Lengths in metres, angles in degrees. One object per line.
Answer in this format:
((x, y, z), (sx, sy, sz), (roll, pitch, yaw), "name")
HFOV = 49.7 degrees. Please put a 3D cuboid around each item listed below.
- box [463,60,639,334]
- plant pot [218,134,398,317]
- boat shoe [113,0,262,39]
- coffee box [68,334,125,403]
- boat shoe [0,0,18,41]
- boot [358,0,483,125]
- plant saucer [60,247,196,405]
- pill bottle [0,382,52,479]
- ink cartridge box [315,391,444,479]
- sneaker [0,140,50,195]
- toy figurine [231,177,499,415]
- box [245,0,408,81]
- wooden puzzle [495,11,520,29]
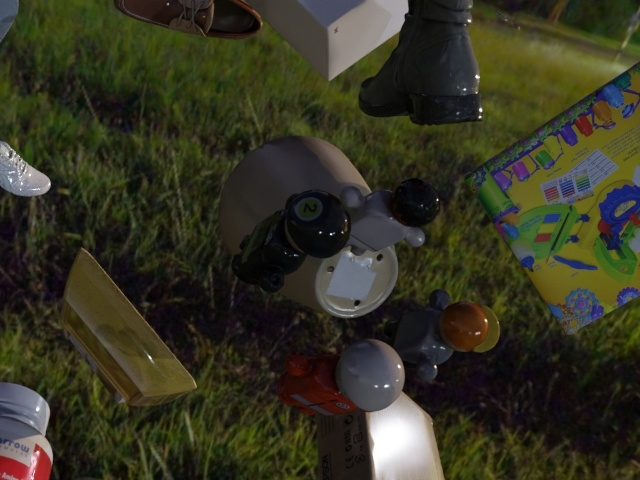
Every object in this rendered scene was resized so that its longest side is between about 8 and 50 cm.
((0.417, -0.061, 1.036), (0.279, 0.290, 0.177), (58, 16, 4), "box")
((0.000, 0.000, 1.064), (0.256, 0.256, 0.274), (7, 21, -26), "plant pot")
((-0.266, -0.492, 1.453), (0.324, 0.123, 0.116), (-5, 36, -33), "boat shoe")
((-0.552, 0.303, 1.884), (0.246, 0.141, 0.098), (46, 10, 20), "coffee box")
((-0.589, -0.286, 1.048), (0.105, 0.306, 0.113), (39, 8, 26), "boat shoe")
((0.101, -0.207, 0.705), (0.083, 0.161, 0.246), (-7, 15, -13), "boot")
((-0.407, 0.204, 1.369), (0.081, 0.333, 0.332), (-40, 90, -28), "plant saucer")
((-0.633, 0.479, 1.280), (0.229, 0.229, 0.407), (12, 38, -17), "pill bottle")
((0.085, 0.302, 0.953), (0.193, 0.088, 0.234), (45, 21, -27), "ink cartridge box")
((-0.496, -0.119, 1.089), (0.152, 0.061, 0.053), (27, 41, -32), "sneaker")
((0.045, 0.047, 0.651), (0.210, 0.148, 0.213), (-14, 81, -37), "toy figurine")
((-0.016, -0.523, 1.359), (0.215, 0.168, 0.345), (-38, 71, -13), "box")
((0.351, -0.410, 1.291), (0.049, 0.006, 0.083), (38, 22, 7), "wooden puzzle")
